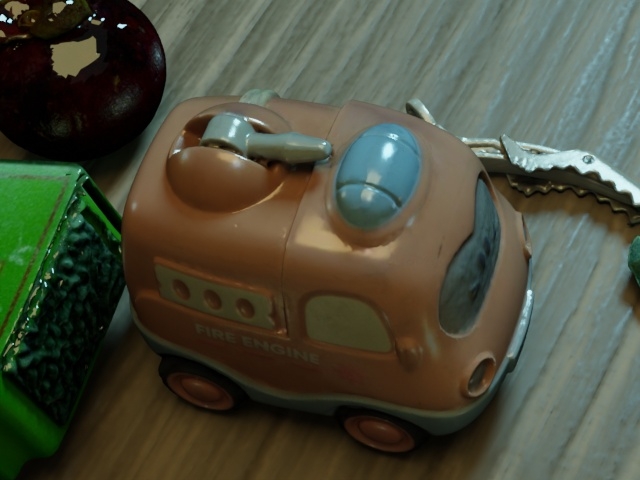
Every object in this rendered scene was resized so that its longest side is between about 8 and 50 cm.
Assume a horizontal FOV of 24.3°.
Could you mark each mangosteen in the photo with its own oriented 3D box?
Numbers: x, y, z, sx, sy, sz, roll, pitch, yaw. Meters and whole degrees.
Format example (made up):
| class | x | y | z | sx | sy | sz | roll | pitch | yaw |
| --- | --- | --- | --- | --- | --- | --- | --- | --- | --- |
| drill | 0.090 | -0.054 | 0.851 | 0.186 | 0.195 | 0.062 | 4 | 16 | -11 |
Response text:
| class | x | y | z | sx | sy | sz | roll | pitch | yaw |
| --- | --- | --- | --- | --- | --- | --- | --- | --- | --- |
| mangosteen | -0.199 | -0.140 | 1.182 | 0.153 | 0.152 | 0.152 | -4 | 57 | 6 |

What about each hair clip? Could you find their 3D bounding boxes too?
| class | x | y | z | sx | sy | sz | roll | pitch | yaw |
| --- | --- | --- | --- | --- | --- | --- | --- | --- | --- |
| hair clip | 0.157 | -0.062 | 1.148 | 0.226 | 0.034 | 0.072 | 11 | 59 | 14 |

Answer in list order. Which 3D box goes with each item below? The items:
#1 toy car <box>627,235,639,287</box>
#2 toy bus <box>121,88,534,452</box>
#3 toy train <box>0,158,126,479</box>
| class | x | y | z | sx | sy | sz | roll | pitch | yaw |
| --- | --- | --- | --- | --- | --- | --- | --- | --- | --- |
| toy car | 0.315 | -0.005 | 1.073 | 0.186 | 0.058 | 0.093 | -31 | 58 | 2 |
| toy bus | 0.000 | 0.000 | 1.016 | 0.288 | 0.232 | 0.194 | 12 | 56 | 18 |
| toy train | -0.248 | 0.053 | 1.057 | 0.188 | 0.132 | 0.243 | 5 | 60 | 27 |
